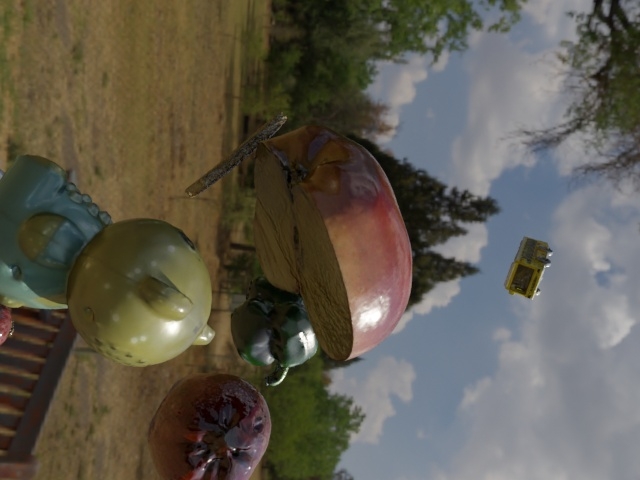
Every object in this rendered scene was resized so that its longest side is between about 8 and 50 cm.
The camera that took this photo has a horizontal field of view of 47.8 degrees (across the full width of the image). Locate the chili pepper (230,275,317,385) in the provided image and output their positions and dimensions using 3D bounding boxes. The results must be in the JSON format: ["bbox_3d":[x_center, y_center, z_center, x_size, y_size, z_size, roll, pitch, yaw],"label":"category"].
[{"bbox_3d":[-0.094,0.193,1.503,0.261,0.174,0.165,87,-2,-48],"label":"chili pepper"}]

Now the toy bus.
[{"bbox_3d":[0.446,0.052,1.535,0.226,0.074,0.081,-36,145,-64],"label":"toy bus"}]

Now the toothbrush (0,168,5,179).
[{"bbox_3d":[-0.536,-0.155,0.966,0.035,0.413,0.042,-57,-158,-19],"label":"toothbrush"}]

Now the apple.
[{"bbox_3d":[0.000,0.000,1.206,0.295,0.329,0.364,-62,157,-45],"label":"apple"}]

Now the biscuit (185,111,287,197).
[{"bbox_3d":[-0.136,-0.159,1.281,0.237,0.026,0.131,-43,-167,-23],"label":"biscuit"}]

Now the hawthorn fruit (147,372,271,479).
[{"bbox_3d":[-0.271,0.451,1.682,0.311,0.295,0.294,-22,-126,41],"label":"hawthorn fruit"}]

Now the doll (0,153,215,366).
[{"bbox_3d":[-0.240,0.035,0.797,0.161,0.261,0.177,-62,168,-19],"label":"doll"}]

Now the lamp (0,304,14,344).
[{"bbox_3d":[-0.652,0.166,1.422,0.101,0.090,0.101,-18,-117,42],"label":"lamp"}]
